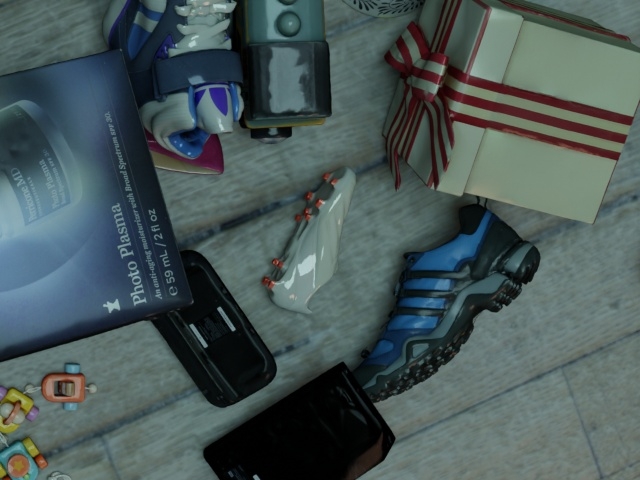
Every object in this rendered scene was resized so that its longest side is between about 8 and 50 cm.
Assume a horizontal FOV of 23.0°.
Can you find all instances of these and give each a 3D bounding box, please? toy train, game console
[{"bbox_3d":[-0.339,0.231,1.913,0.125,0.046,0.166,7,92,-14],"label":"toy train"},{"bbox_3d":[-0.054,-0.281,1.870,0.142,0.190,0.333,-2,95,-15],"label":"toy train"},{"bbox_3d":[-0.084,0.168,1.947,0.213,0.044,0.361,-33,98,10],"label":"game console"}]

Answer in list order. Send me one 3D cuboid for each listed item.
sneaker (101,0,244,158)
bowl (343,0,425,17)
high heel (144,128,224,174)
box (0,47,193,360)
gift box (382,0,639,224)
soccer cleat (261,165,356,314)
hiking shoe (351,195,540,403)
[{"bbox_3d":[-0.126,-0.239,1.762,0.130,0.323,0.236,-11,61,-37],"label":"sneaker"},{"bbox_3d":[0.091,-0.364,1.957,0.170,0.080,0.170,-1,95,-13],"label":"bowl"},{"bbox_3d":[-0.238,-0.094,1.896,0.244,0.082,0.117,-24,89,-24],"label":"high heel"},{"bbox_3d":[-0.330,-0.023,1.717,0.294,0.183,0.296,-16,89,-19],"label":"box"},{"bbox_3d":[0.215,-0.157,1.902,0.258,0.255,0.276,14,101,-16],"label":"gift box"},{"bbox_3d":[0.000,0.000,1.974,0.076,0.068,0.196,28,94,-20],"label":"soccer cleat"},{"bbox_3d":[0.136,0.083,2.008,0.304,0.113,0.132,-41,72,-1],"label":"hiking shoe"}]
